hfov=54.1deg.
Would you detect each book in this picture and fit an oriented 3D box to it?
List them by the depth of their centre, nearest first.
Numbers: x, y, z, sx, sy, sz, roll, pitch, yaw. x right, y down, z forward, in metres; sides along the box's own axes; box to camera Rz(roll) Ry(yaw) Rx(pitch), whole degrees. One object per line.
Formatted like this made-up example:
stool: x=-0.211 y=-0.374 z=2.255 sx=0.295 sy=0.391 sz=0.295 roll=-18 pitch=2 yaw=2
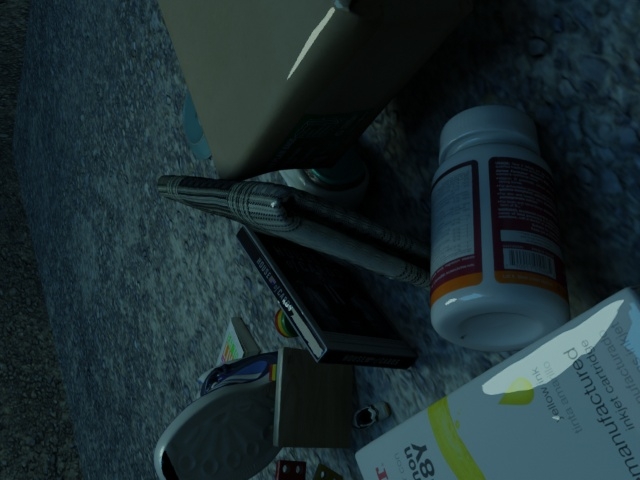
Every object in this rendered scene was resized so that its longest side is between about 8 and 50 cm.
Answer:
book: x=-0.168 y=0.234 z=1.232 sx=0.096 sy=0.035 sz=0.144 roll=54 pitch=135 yaw=43

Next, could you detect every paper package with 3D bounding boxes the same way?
paper package: x=-0.033 y=-0.266 z=0.685 sx=0.325 sy=0.168 sz=0.309 roll=-41 pitch=65 yaw=55

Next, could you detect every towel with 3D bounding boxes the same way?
towel: x=0.000 y=0.000 z=0.735 sx=0.312 sy=0.324 sz=0.056 roll=12 pitch=84 yaw=55

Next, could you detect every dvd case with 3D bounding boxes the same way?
dvd case: x=0.006 y=0.074 z=0.844 sx=0.029 sy=0.179 sz=0.238 roll=-54 pitch=49 yaw=20

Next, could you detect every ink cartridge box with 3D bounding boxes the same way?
ink cartridge box: x=0.230 y=0.244 z=0.552 sx=0.384 sy=0.160 sz=0.279 roll=-49 pitch=54 yaw=45

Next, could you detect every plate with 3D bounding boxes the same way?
plate: x=-0.255 y=-0.264 z=1.319 sx=0.188 sy=0.024 sz=0.188 roll=4 pitch=95 yaw=55

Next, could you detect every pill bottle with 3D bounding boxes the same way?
pill bottle: x=0.167 y=-0.015 z=0.606 sx=0.121 sy=0.121 sz=0.221 roll=-38 pitch=38 yaw=49

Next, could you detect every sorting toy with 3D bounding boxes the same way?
sorting toy: x=-0.018 y=0.236 z=0.898 sx=0.046 sy=0.132 sz=0.274 roll=-18 pitch=64 yaw=48

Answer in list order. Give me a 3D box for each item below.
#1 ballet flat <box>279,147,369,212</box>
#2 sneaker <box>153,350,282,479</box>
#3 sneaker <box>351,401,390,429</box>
ballet flat: x=-0.056 y=-0.171 z=0.973 sx=0.400 sy=0.139 sz=0.139 roll=58 pitch=136 yaw=33
sneaker: x=-0.153 y=0.273 z=0.965 sx=0.236 sy=0.323 sz=0.130 roll=-20 pitch=94 yaw=47
sneaker: x=0.062 y=0.251 z=0.899 sx=0.083 sy=0.037 sz=0.032 roll=-47 pitch=57 yaw=47
